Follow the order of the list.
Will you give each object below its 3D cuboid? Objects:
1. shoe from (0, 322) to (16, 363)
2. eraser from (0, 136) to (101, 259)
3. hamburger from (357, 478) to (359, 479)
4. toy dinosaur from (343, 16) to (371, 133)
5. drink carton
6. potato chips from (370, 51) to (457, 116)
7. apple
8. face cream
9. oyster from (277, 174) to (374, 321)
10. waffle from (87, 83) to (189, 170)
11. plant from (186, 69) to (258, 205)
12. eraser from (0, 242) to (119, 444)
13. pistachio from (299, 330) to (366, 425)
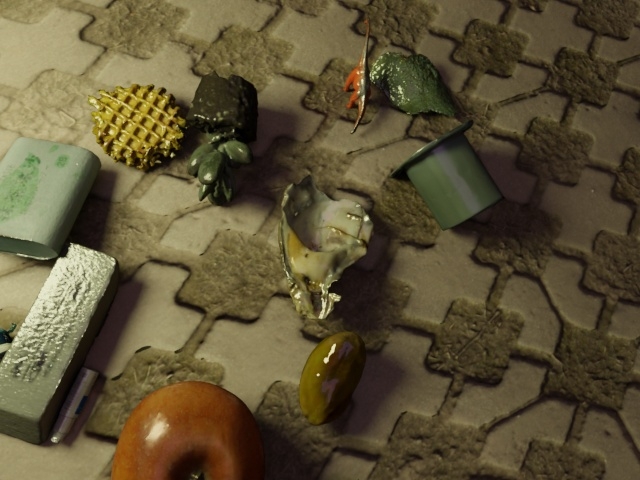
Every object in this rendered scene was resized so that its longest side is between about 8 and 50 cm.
[{"bbox_3d":[-0.627,0.196,0.799,0.142,0.064,0.071,-13,65,-10],"label":"shoe"},{"bbox_3d":[-0.554,-0.085,0.860,0.173,0.081,0.227,11,60,-6],"label":"eraser"},{"bbox_3d":[0.063,0.546,0.777,0.189,0.122,0.215,-34,85,-11],"label":"hamburger"},{"bbox_3d":[0.096,-0.395,1.077,0.055,0.101,0.280,0,84,-20],"label":"toy dinosaur"},{"bbox_3d":[0.290,-0.134,0.992,0.185,0.191,0.190,-26,85,-18],"label":"drink carton"},{"bbox_3d":[0.238,-0.390,1.122,0.228,0.059,0.167,5,82,-8],"label":"potato chips"},{"bbox_3d":[-0.216,0.378,0.737,0.251,0.206,0.272,15,70,-8],"label":"apple"},{"bbox_3d":[-0.451,0.299,0.809,0.034,0.034,0.130,20,70,-3],"label":"face cream"},{"bbox_3d":[-0.001,0.004,0.941,0.271,0.100,0.275,-37,70,-20],"label":"oyster"},{"bbox_3d":[-0.394,-0.250,0.970,0.192,0.070,0.197,-28,82,-16],"label":"waffle"},{"bbox_3d":[-0.208,-0.212,0.953,0.148,0.146,0.275,1,74,11],"label":"plant"},{"bbox_3d":[-0.488,0.185,0.816,0.111,0.077,0.353,20,72,-4],"label":"eraser"},{"bbox_3d":[0.019,0.263,0.869,0.110,0.100,0.190,21,85,23],"label":"pistachio"}]
